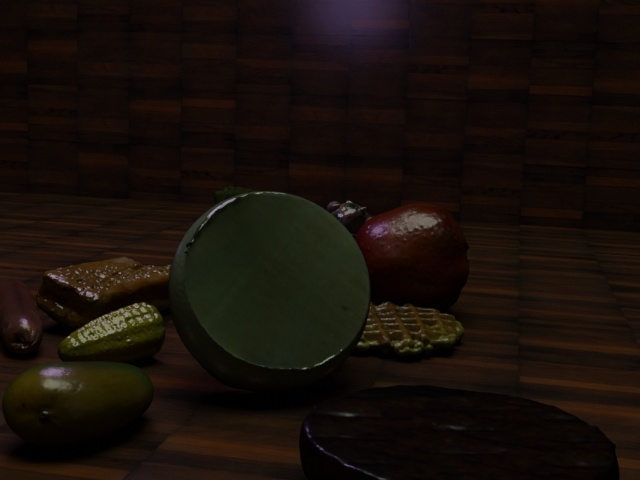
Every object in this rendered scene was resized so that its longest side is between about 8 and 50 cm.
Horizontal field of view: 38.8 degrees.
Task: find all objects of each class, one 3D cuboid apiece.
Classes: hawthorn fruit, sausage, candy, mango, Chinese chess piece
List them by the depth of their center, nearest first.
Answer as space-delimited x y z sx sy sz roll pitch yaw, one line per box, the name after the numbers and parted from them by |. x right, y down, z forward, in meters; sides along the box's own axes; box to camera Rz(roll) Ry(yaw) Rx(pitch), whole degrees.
-0.339 0.233 1.314 0.156 0.114 0.251 -4 -8 36 | mango
-0.087 0.088 1.559 0.349 0.350 0.146 -1 -23 -20 | Chinese chess piece
-0.383 0.183 1.651 0.198 0.094 0.106 -15 54 -40 | candy
-0.620 0.145 1.853 0.087 0.088 0.433 -2 10 -22 | sausage
0.181 0.044 2.119 0.330 0.287 0.287 -4 9 1 | hawthorn fruit

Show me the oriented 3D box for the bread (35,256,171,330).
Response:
-0.445 0.109 1.993 0.185 0.109 0.380 21 15 23 | bread

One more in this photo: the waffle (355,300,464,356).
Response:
0.151 0.182 1.891 0.281 0.058 0.300 5 10 19 | waffle

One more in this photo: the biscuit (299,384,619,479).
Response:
0.174 0.283 1.169 0.407 0.091 0.407 3 7 0 | biscuit

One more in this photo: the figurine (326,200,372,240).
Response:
0.072 -0.048 2.447 0.125 0.125 0.138 -5 30 -37 | figurine

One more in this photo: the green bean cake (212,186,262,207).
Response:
-0.180 -0.004 2.319 0.156 0.250 0.247 10 2 -35 | green bean cake
